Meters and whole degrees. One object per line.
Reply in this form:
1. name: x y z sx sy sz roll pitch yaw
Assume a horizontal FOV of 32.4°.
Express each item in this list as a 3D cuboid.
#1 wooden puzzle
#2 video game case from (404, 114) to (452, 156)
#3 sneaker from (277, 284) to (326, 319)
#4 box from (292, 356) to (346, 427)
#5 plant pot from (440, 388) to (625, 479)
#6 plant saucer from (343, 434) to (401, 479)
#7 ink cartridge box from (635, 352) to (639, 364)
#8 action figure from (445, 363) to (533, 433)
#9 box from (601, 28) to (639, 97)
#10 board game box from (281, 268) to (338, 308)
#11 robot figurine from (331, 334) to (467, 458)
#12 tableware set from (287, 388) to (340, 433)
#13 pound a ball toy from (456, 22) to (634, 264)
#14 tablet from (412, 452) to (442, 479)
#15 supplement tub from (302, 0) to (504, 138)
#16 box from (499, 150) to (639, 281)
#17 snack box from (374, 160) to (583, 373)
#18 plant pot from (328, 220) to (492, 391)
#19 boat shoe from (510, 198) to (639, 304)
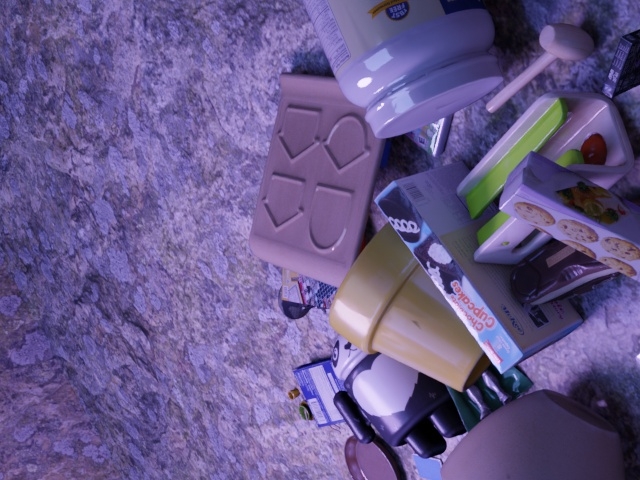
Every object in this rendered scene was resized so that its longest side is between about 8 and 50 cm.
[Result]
1. wooden puzzle: 0.009 -0.108 1.921 0.322 0.080 0.348 17 100 54
2. video game case: 0.144 -0.268 1.764 0.193 0.023 0.212 42 141 31
3. sneaker: -0.009 0.112 2.170 0.130 0.087 0.227 57 142 24
4. box: 0.044 0.303 2.256 0.225 0.036 0.136 -22 93 51
5. plant pot: 0.352 0.342 1.693 0.284 0.284 0.191 33 100 40
6. plant saucer: 0.114 0.475 2.291 0.168 0.029 0.168 34 137 39
7. ink cartridge box: 0.528 0.193 1.495 0.180 0.060 0.104 52 146 19
8. action figure: 0.235 0.195 1.875 0.232 0.137 0.063 54 -174 26
9. box: 0.395 -0.227 1.398 0.018 0.067 0.083 43 142 31
10. board game box: 0.000 0.000 2.041 0.165 0.042 0.243 8 99 45
11. robot figurine: 0.141 0.255 1.972 0.278 0.209 0.173 51 158 19
12. tableware set: -0.017 0.363 2.405 0.154 0.024 0.104 19 125 49
13. pound a ball toy: 0.318 -0.127 1.546 0.319 0.135 0.208 128 138 -54
14. tablet: 0.214 0.445 2.151 0.083 0.006 0.054 0 111 55
15. supplement tub: 0.104 -0.333 1.563 0.235 0.235 0.325 -32 80 57
16. box: 0.384 -0.006 1.405 0.324 0.063 0.067 27 145 -8
17. snack box: 0.242 0.032 1.670 0.322 0.187 0.060 55 131 15
18. plant pot: 0.181 0.107 1.772 0.239 0.254 0.254 36 139 18
19. boat shoe: 0.392 0.018 1.555 0.257 0.095 0.095 -28 60 40
